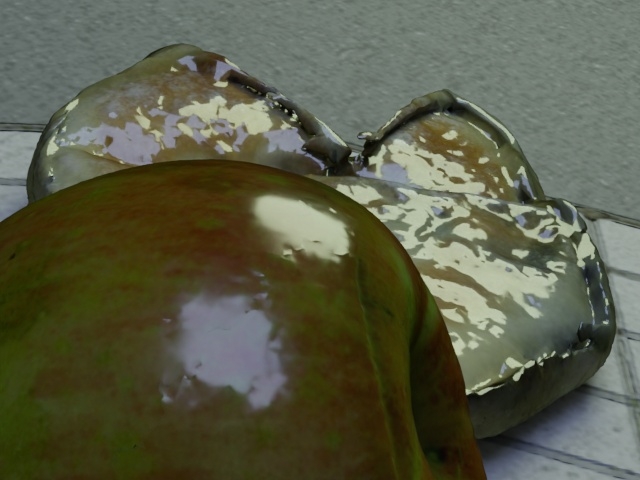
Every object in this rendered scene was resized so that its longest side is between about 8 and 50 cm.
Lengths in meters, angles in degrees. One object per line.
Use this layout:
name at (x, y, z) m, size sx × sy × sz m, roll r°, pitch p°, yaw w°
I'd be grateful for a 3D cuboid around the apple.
apple at (-0.054, 0.096, 0.672) m, size 0.226 × 0.246 × 0.246 m, roll -16°, pitch 29°, yaw 13°

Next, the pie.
pie at (0.000, 0.000, 0.954) m, size 0.337 × 0.075 × 0.337 m, roll 9°, pitch 36°, yaw -7°
